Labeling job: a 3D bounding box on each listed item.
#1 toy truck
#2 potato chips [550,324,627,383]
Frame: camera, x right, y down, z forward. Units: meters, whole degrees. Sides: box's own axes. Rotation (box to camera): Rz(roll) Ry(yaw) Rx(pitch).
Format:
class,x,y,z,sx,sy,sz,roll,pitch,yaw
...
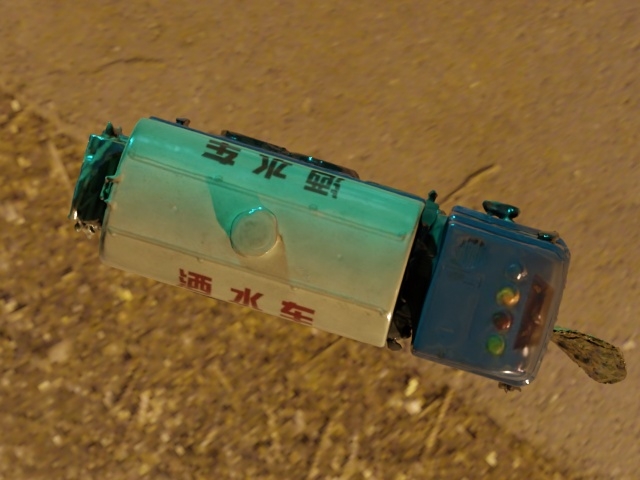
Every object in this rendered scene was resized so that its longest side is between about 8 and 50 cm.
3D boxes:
class,x,y,z,sx,sy,sz,roll,pitch,yaw
toy truck,0.000,0.000,0.612,0.201,0.088,0.074,17,91,6
potato chips,0.126,0.049,1.113,0.209,0.142,0.026,28,87,-16
